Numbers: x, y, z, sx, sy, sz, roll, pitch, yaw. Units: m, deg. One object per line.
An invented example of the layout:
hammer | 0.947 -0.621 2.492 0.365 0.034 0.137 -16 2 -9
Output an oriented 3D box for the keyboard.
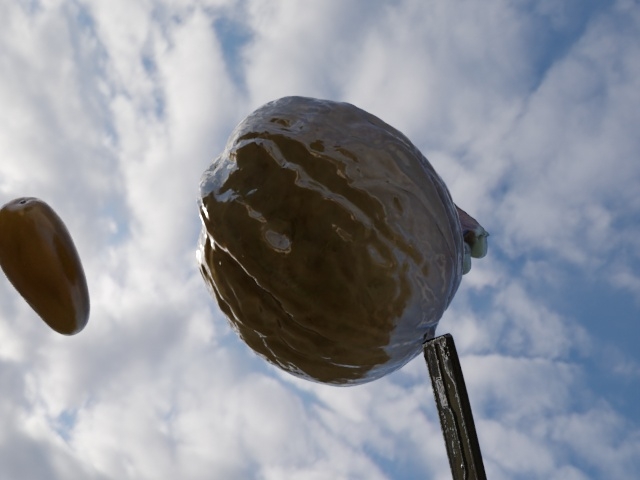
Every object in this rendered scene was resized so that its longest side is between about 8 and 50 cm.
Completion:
keyboard | 0.102 0.146 0.525 0.053 0.010 0.155 135 -54 -69

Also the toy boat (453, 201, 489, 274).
toy boat | 0.128 -0.023 1.044 0.227 0.155 0.085 35 -58 15

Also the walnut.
walnut | 0.001 0.000 0.777 0.313 0.252 0.277 35 -40 23

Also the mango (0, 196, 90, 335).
mango | -0.332 0.036 0.863 0.102 0.085 0.184 -2 -69 44
